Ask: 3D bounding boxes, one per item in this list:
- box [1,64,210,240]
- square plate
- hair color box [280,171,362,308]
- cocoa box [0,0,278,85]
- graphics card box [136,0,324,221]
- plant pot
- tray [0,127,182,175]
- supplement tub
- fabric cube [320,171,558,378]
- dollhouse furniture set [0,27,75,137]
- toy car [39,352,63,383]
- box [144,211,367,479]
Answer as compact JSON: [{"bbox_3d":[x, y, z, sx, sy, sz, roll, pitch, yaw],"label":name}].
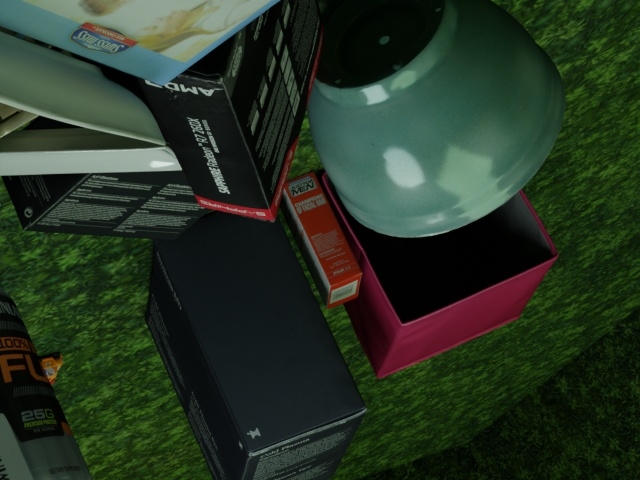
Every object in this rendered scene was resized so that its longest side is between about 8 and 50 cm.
[{"bbox_3d":[-0.205,-0.093,1.827,0.184,0.103,0.261,-34,160,27],"label":"box"},{"bbox_3d":[-0.326,-0.165,1.207,0.344,0.347,0.049,11,100,-67],"label":"square plate"},{"bbox_3d":[0.000,0.000,2.243,0.053,0.167,0.093,-22,161,-11],"label":"hair color box"},{"bbox_3d":[-0.164,-0.290,1.166,0.231,0.228,0.347,-34,160,19],"label":"cocoa box"},{"bbox_3d":[-0.078,-0.187,1.556,0.094,0.233,0.371,12,164,8],"label":"graphics card box"},{"bbox_3d":[0.102,-0.179,1.805,0.293,0.293,0.196,-30,134,9],"label":"plant pot"},{"bbox_3d":[-0.273,-0.090,1.624,0.270,0.030,0.145,-2,173,6],"label":"tray"},{"bbox_3d":[-0.381,0.176,1.709,0.193,0.316,0.193,-25,163,-8],"label":"supplement tub"},{"bbox_3d":[0.154,0.009,2.342,0.254,0.259,0.258,-24,163,-13],"label":"fabric cube"},{"bbox_3d":[-0.322,-0.162,1.515,0.129,0.129,0.184,-29,-169,9],"label":"dollhouse furniture set"},{"bbox_3d":[-0.433,0.215,2.421,0.122,0.040,0.060,-39,158,30],"label":"toy car"},{"bbox_3d":[-0.101,0.171,2.283,0.179,0.343,0.312,-20,161,-16],"label":"box"}]
